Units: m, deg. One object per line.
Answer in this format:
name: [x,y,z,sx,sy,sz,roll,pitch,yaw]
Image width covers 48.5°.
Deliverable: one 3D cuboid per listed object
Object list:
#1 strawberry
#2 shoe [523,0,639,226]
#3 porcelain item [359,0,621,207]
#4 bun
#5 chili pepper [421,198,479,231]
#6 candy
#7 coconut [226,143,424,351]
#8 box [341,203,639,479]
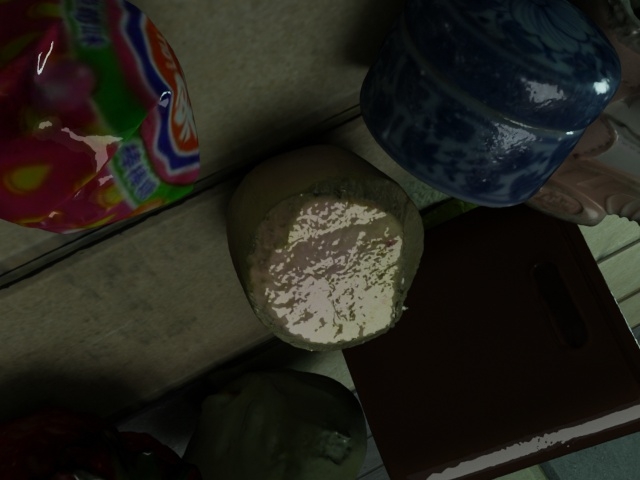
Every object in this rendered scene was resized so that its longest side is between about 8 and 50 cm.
strawberry: [-0.263,0.285,0.675,0.289,0.238,0.250,-11,141,26]
shoe: [0.304,-0.084,0.528,0.198,0.351,0.171,101,11,-45]
porcelain item: [0.111,-0.109,0.469,0.147,0.147,0.114,-8,143,-35]
bun: [-0.083,0.257,0.837,0.283,0.179,0.283,-47,-170,11]
chili pepper: [0.133,-0.019,0.754,0.208,0.043,0.049,-20,-175,-9]
candy: [-0.239,-0.020,0.341,0.366,0.124,0.124,-20,151,-4]
coconut: [0.000,0.000,0.550,0.147,0.152,0.147,-4,108,-11]
box: [0.160,0.123,0.743,0.229,0.239,0.339,-23,162,4]
